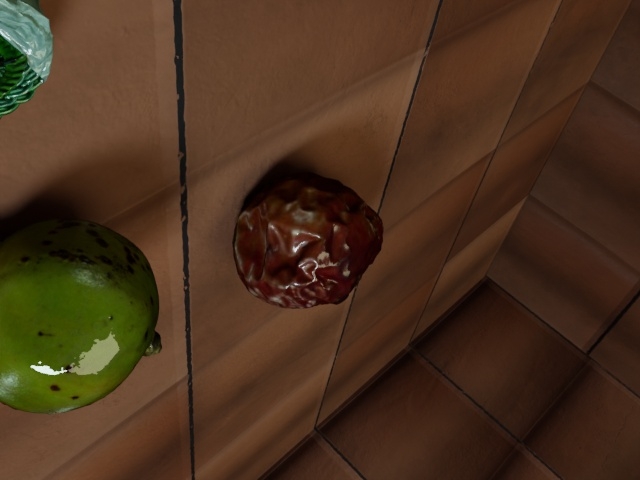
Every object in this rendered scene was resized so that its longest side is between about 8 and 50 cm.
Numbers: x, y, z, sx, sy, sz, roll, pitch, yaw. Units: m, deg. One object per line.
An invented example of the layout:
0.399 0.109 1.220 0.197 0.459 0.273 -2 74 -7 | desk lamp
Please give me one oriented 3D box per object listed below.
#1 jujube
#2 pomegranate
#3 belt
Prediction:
0.000 0.000 1.048 0.216 0.216 0.342 -54 163 11 | jujube
-0.277 0.078 0.651 0.246 0.198 0.198 -9 135 -52 | pomegranate
-0.265 -0.136 0.479 0.151 0.079 0.121 -33 152 -36 | belt
